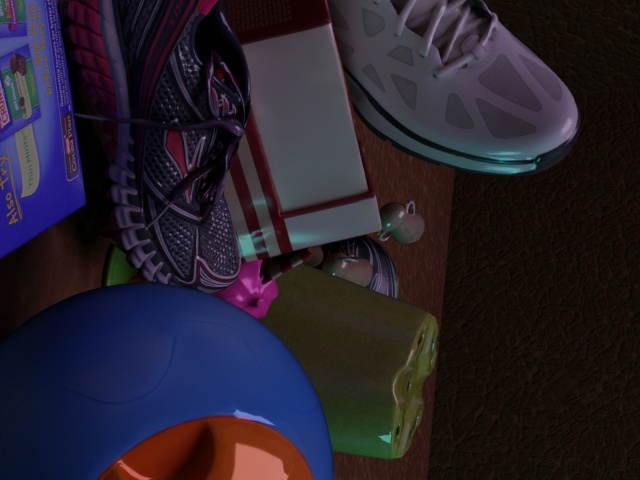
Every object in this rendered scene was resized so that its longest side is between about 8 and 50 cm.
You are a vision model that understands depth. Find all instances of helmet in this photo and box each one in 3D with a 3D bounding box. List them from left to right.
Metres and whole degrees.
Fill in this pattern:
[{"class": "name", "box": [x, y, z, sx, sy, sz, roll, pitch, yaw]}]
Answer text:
[{"class": "helmet", "box": [0.056, 0.078, 1.701, 0.161, 0.169, 0.169, -95, 178, -62]}]

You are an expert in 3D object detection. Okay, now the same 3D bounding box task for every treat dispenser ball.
[{"class": "treat dispenser ball", "box": [-0.133, 0.175, 0.752, 0.288, 0.288, 0.288, 1, 90, -75]}]

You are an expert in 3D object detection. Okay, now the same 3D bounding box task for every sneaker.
[{"class": "sneaker", "box": [-0.102, -0.077, 0.761, 0.121, 0.112, 0.299, -72, 159, -50]}, {"class": "sneaker", "box": [0.079, -0.248, 1.026, 0.169, 0.447, 0.257, -50, 164, -18]}]

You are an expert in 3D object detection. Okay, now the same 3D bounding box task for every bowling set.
[{"class": "bowling set", "box": [0.000, 0.000, 1.559, 0.287, 0.200, 0.154, -48, 160, 7]}]

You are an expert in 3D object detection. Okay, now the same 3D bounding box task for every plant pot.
[{"class": "plant pot", "box": [-0.001, 0.145, 1.216, 0.276, 0.254, 0.276, 12, 90, -72]}]

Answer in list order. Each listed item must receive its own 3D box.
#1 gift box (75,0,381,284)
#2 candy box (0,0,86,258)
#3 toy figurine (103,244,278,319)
[{"class": "gift box", "box": [-0.099, -0.123, 0.971, 0.255, 0.276, 0.258, -92, 168, -51]}, {"class": "candy box", "box": [-0.268, -0.101, 0.563, 0.317, 0.122, 0.268, -53, 143, -67]}, {"class": "toy figurine", "box": [-0.119, 0.035, 1.049, 0.130, 0.159, 0.173, 76, 20, -43]}]
